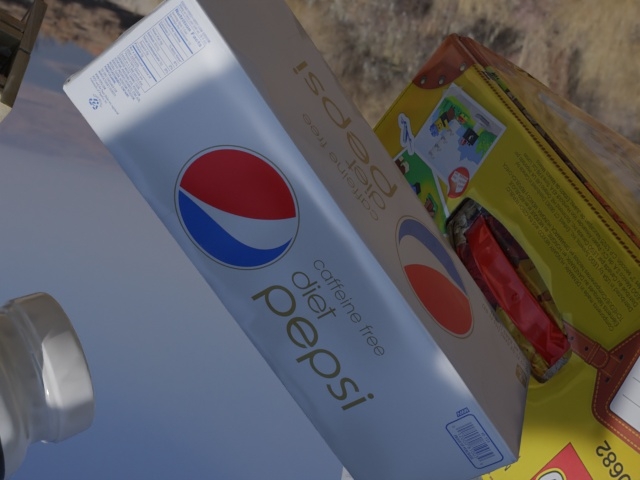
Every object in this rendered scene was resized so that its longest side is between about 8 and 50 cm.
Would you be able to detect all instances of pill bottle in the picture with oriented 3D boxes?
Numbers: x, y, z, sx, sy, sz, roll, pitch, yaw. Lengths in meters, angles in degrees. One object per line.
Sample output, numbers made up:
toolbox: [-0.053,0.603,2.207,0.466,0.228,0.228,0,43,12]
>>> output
pill bottle: [-0.338,0.144,0.721,0.278,0.162,0.162,-18,-160,-34]

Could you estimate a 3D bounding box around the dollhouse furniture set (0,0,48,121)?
dollhouse furniture set: [-0.343,-0.143,0.763,0.129,0.129,0.184,28,139,-29]

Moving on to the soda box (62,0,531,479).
soda box: [0.000,0.000,0.364,0.069,0.216,0.074,-29,-168,27]

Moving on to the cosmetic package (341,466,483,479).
cosmetic package: [0.096,0.374,0.871,0.156,0.385,0.217,12,169,-13]

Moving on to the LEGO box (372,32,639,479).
LEGO box: [0.273,0.087,0.747,0.372,0.193,0.500,22,-152,-32]
